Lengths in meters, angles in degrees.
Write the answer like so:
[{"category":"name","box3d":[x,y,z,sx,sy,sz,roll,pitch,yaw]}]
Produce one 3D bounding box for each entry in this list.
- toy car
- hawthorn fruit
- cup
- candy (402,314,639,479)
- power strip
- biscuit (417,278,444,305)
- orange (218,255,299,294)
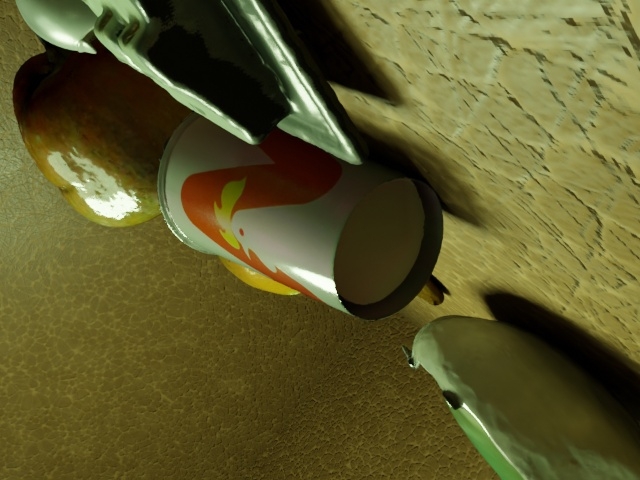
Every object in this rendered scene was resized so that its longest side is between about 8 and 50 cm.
[{"category":"toy car","box3d":[-0.228,-0.236,0.542,0.139,0.112,0.112,39,178,-26]},{"category":"hawthorn fruit","box3d":[-0.295,-0.181,0.831,0.301,0.268,0.267,51,172,-29]},{"category":"cup","box3d":[-0.025,-0.035,0.615,0.288,0.203,0.203,26,169,47]},{"category":"candy","box3d":[0.283,0.236,0.792,0.386,0.186,0.427,47,179,-1]},{"category":"power strip","box3d":[-0.106,-0.156,0.414,0.257,0.092,0.251,34,174,47]},{"category":"biscuit","box3d":[0.150,0.052,1.116,0.212,0.036,0.212,38,176,3]},{"category":"orange","box3d":[-0.126,-0.024,1.196,0.334,0.196,0.263,44,162,30]}]
